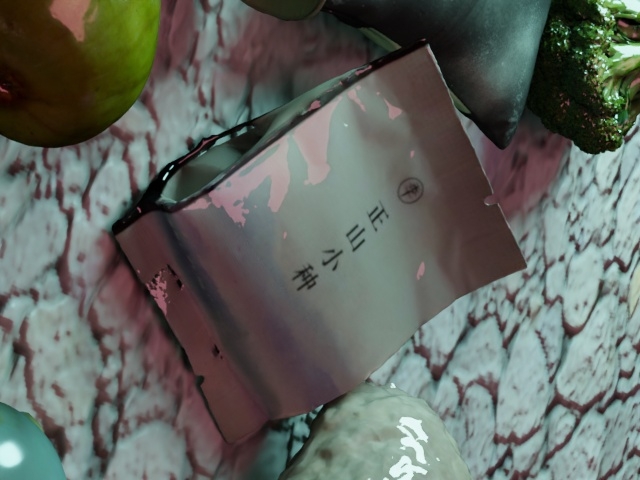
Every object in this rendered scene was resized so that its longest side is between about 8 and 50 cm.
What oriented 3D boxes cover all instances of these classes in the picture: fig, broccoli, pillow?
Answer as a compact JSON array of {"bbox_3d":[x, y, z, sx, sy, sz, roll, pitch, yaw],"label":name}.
[{"bbox_3d":[-0.160,-0.151,0.946,0.142,0.148,0.186,22,41,-30],"label":"fig"},{"bbox_3d":[0.224,-0.151,1.315,0.146,0.138,0.162,-77,153,-71],"label":"broccoli"},{"bbox_3d":[0.094,-0.197,1.197,0.250,0.106,0.186,31,67,-44],"label":"pillow"}]

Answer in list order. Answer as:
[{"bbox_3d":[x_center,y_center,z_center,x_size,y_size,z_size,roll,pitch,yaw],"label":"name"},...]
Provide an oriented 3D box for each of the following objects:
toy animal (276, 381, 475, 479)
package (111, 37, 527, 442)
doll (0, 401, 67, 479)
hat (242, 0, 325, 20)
[{"bbox_3d":[0.020,0.287,1.127,0.226,0.188,0.358,51,61,-29],"label":"toy animal"},{"bbox_3d":[0.000,0.000,1.130,0.251,0.062,0.204,-31,119,-9],"label":"package"},{"bbox_3d":[-0.177,0.214,0.934,0.161,0.177,0.260,-48,121,-29],"label":"doll"},{"bbox_3d":[0.007,-0.244,1.088,0.144,0.166,0.173,-26,126,-42],"label":"hat"}]
